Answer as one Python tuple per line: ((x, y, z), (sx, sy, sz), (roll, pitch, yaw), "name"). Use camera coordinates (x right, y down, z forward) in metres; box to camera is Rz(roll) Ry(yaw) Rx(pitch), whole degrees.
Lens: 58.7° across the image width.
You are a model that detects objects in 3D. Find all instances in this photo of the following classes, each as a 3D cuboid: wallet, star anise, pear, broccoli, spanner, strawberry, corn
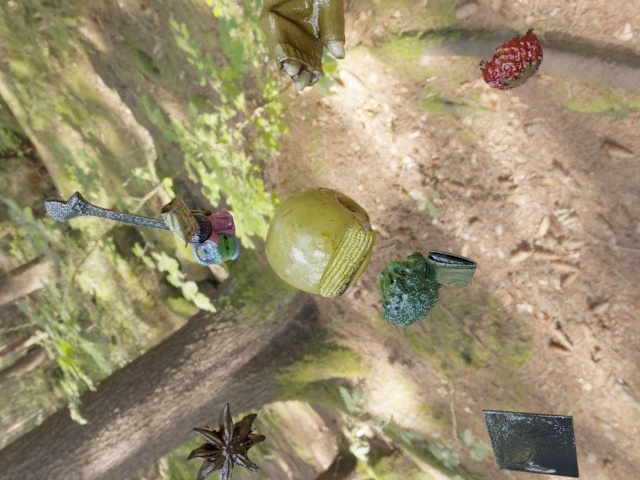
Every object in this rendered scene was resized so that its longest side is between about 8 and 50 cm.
((0.428, 0.097, 1.883), (0.160, 0.055, 0.236), (12, 162, 13), "wallet")
((-0.288, 0.604, 1.693), (0.102, 0.272, 0.272), (9, 129, 58), "star anise")
((0.000, 0.000, 1.759), (0.348, 0.348, 0.348), (49, 160, 25), "pear")
((0.331, 0.189, 2.165), (0.265, 0.294, 0.245), (19, -151, -49), "broccoli")
((-0.534, -0.064, 1.465), (0.093, 0.325, 0.026), (-59, 35, 27), "spanner")
((0.423, -0.387, 1.242), (0.086, 0.145, 0.145), (58, 163, 19), "strawberry")
((0.058, 0.046, 1.277), (0.072, 0.072, 0.203), (45, 117, 34), "corn")

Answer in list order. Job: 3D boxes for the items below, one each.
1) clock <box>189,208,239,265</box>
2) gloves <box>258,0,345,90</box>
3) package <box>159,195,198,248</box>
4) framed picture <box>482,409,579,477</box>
((-0.375, -0.012, 1.926), (0.100, 0.195, 0.194), (-16, 84, 35), "clock")
((-0.043, -0.520, 1.335), (0.155, 0.203, 0.356), (118, 154, -77), "gloves")
((-0.363, -0.053, 1.479), (0.120, 0.031, 0.108), (59, -158, -20), "package")
((0.633, 0.611, 1.704), (0.244, 0.013, 0.323), (-3, 130, 26), "framed picture")
